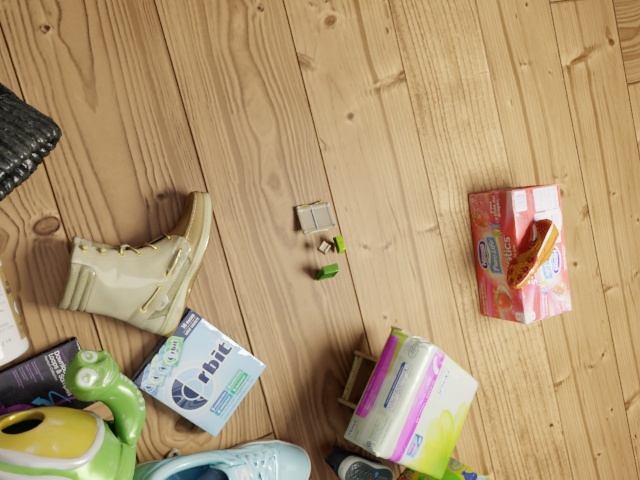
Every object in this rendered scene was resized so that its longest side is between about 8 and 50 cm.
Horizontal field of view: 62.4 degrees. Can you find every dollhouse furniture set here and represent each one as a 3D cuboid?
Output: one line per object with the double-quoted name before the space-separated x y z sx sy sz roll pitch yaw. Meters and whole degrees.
"dollhouse furniture set" 0.000 0.000 1.075 0.076 0.058 0.151 -13 77 -18
"dollhouse furniture set" 0.140 0.279 1.126 0.161 0.101 0.181 32 75 -47

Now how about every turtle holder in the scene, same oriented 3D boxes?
"turtle holder" -0.385 0.340 0.748 0.320 0.243 0.227 -43 122 13

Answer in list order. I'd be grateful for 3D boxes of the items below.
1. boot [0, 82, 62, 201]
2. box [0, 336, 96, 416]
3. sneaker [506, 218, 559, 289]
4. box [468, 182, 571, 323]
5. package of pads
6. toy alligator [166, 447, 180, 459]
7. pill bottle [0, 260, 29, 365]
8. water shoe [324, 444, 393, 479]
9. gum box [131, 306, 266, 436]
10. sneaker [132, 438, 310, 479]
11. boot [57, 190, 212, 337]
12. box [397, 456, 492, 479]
"boot" -0.580 -0.126 0.736 0.260 0.131 0.348 47 71 -18
"box" -0.453 0.244 0.856 0.162 0.029 0.116 -26 101 -24
"sneaker" 0.455 0.036 1.114 0.067 0.064 0.175 44 77 -28
"box" 0.463 0.026 1.230 0.154 0.142 0.299 -11 95 -25
"package of pads" 0.191 0.323 1.040 0.296 0.101 0.229 42 69 -46
"toy alligator" -0.271 0.470 0.932 0.056 0.051 0.189 12 85 -26
"pill bottle" -0.525 0.075 0.763 0.131 0.131 0.229 -18 98 -24
"water shoe" 0.084 0.472 1.095 0.073 0.080 0.203 -52 135 -13
"gum box" -0.217 0.239 0.962 0.184 0.041 0.157 42 74 -21
"sneaker" -0.151 0.423 0.908 0.366 0.150 0.135 3 73 -35
"boot" -0.307 0.015 0.891 0.204 0.095 0.261 20 86 -23
"box" 0.255 0.620 1.060 0.290 0.279 0.177 -44 108 -19
